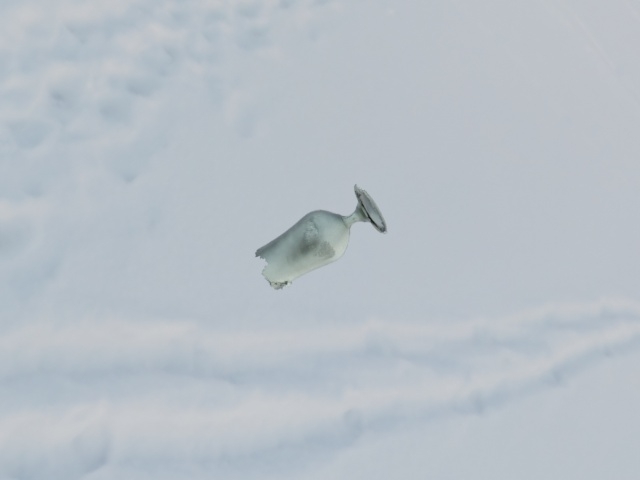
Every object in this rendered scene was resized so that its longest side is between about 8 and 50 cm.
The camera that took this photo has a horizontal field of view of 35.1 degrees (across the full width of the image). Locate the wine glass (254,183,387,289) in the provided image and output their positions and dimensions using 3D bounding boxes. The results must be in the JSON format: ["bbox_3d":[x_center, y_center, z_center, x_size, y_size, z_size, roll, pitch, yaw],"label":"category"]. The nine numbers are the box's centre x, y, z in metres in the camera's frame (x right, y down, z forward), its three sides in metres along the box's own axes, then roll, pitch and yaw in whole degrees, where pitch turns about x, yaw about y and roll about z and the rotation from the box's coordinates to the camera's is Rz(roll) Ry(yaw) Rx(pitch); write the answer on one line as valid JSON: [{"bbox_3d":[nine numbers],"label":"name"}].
[{"bbox_3d":[0.000,0.000,0.646,0.039,0.083,0.042,56,15,-5],"label":"wine glass"}]
